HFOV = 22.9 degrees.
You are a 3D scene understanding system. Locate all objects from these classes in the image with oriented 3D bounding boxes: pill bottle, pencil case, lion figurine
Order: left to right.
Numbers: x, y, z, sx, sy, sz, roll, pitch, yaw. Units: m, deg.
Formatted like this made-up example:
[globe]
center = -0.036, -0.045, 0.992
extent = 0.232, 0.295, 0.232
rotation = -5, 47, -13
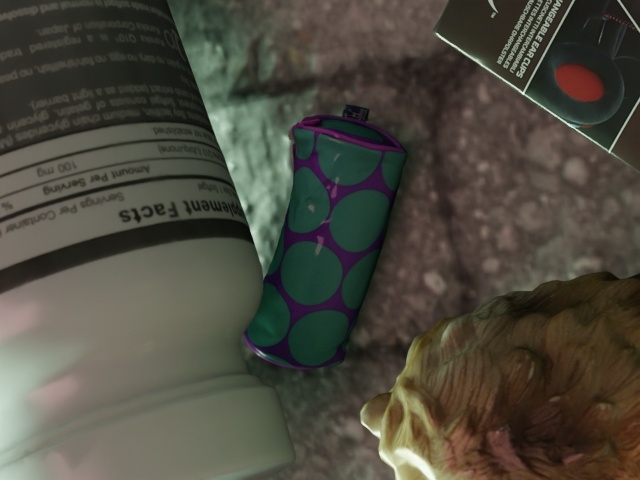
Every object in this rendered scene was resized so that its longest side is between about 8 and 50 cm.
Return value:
[pill bottle]
center = -0.155, -0.019, 0.888
extent = 0.210, 0.210, 0.363
rotation = -27, 77, 32
[pencil case]
center = 0.000, 0.000, 0.922
extent = 0.070, 0.064, 0.152
rotation = 20, 112, 11
[lion figurine]
center = 0.226, 0.117, 0.653
extent = 0.392, 0.240, 0.142
rotation = 22, 111, 23

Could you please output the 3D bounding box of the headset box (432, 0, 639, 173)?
[headset box]
center = 0.230, -0.068, 0.681
extent = 0.293, 0.218, 0.110
rotation = 37, 119, 17
